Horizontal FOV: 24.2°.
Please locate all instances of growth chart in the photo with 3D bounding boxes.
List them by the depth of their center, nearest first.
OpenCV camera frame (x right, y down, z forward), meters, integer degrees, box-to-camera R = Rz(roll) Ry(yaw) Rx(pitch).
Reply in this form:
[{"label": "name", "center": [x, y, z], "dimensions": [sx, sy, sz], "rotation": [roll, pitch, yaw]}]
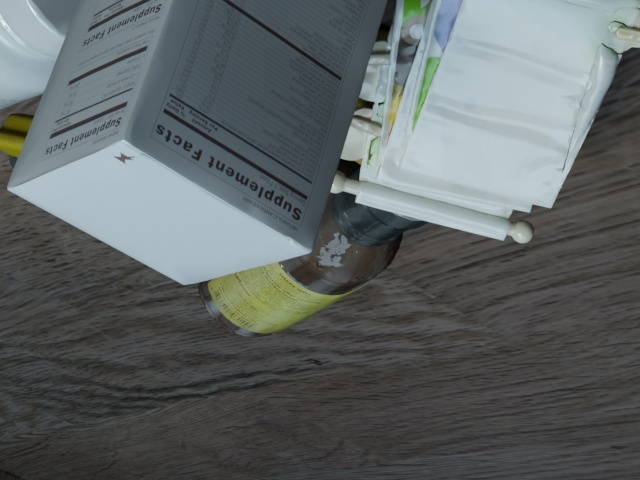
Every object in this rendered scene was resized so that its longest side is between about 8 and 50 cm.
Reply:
[{"label": "growth chart", "center": [0.106, -0.096, 0.971], "dimensions": [0.172, 0.021, 0.237], "rotation": [22, 127, -4]}]

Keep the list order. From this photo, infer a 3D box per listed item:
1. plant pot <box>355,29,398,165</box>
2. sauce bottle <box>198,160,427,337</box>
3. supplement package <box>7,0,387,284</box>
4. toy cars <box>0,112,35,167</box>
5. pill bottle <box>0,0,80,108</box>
[{"label": "plant pot", "center": [0.042, -0.102, 1.060], "dimensions": [0.083, 0.081, 0.081], "rotation": [26, 156, -10]}, {"label": "sauce bottle", "center": [0.000, 0.000, 1.271], "dimensions": [0.111, 0.111, 0.344], "rotation": [24, 157, -17]}, {"label": "supplement package", "center": [-0.062, -0.117, 0.883], "dimensions": [0.139, 0.244, 0.134], "rotation": [31, 153, -30]}, {"label": "toy cars", "center": [-0.269, -0.112, 1.241], "dimensions": [0.393, 0.087, 0.176], "rotation": [24, 168, -6]}, {"label": "pill bottle", "center": [-0.227, -0.160, 1.040], "dimensions": [0.131, 0.131, 0.229], "rotation": [33, 152, -34]}]
